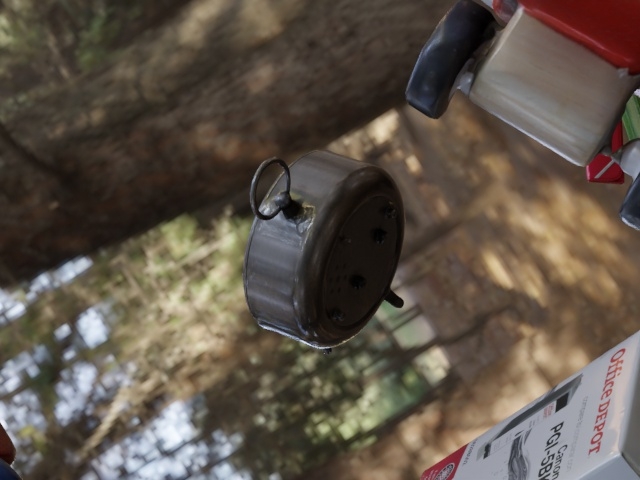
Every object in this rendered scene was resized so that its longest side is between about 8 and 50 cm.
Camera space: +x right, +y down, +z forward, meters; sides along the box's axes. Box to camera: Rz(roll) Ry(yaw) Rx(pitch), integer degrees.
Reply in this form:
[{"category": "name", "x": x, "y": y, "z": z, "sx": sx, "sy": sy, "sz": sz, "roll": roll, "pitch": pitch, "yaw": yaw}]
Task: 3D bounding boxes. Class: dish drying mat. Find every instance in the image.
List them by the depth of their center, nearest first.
[{"category": "dish drying mat", "x": 0.219, "y": -0.085, "z": 1.051, "sx": 0.008, "sy": 0.032, "sz": 0.083, "roll": 128, "pitch": 144, "yaw": -74}]

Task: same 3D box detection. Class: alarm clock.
[{"category": "alarm clock", "x": 0.000, "y": 0.000, "z": 0.903, "sx": 0.064, "sy": 0.129, "sz": 0.192, "roll": 19, "pitch": 165, "yaw": 32}]

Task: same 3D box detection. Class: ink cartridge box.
[{"category": "ink cartridge box", "x": 0.096, "y": 0.110, "z": 0.562, "sx": 0.056, "sy": 0.135, "sz": 0.099, "roll": 46, "pitch": -150, "yaw": -7}]

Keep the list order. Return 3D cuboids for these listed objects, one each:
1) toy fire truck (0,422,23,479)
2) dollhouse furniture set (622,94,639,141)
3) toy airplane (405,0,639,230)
[{"category": "toy fire truck", "x": -0.266, "y": 0.068, "z": 0.638, "sx": 0.254, "sy": 0.169, "sz": 0.302, "roll": 39, "pitch": -174, "yaw": 23}, {"category": "dollhouse furniture set", "x": 0.341, "y": -0.121, "z": 1.007, "sx": 0.301, "sy": 0.198, "sz": 0.151, "roll": -97, "pitch": -13, "yaw": -71}, {"category": "toy airplane", "x": 0.195, "y": -0.180, "z": 0.764, "sx": 0.386, "sy": 0.272, "sz": 0.384, "roll": 15, "pitch": -160, "yaw": -34}]
